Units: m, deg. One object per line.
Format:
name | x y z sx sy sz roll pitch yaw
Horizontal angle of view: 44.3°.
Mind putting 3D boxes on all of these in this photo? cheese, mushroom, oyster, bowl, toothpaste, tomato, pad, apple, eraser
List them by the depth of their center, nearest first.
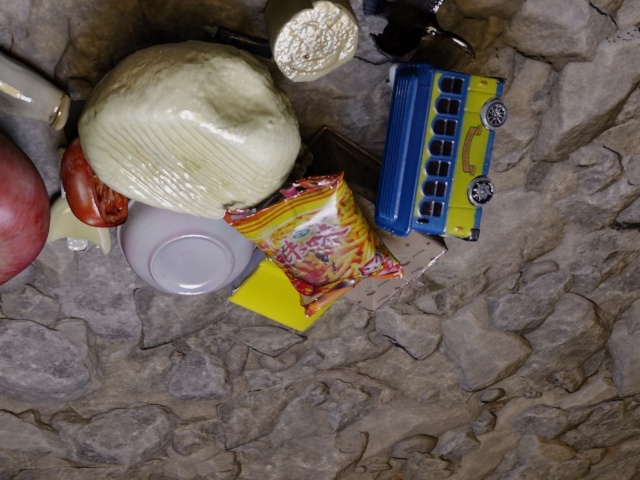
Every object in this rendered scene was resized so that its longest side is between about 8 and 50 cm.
mushroom | -0.555 -0.290 1.260 0.109 0.097 0.351 -34 133 20
apple | -0.635 -0.058 1.341 0.345 0.269 0.344 -20 149 -12
toothpaste | -0.136 -0.342 1.353 0.140 0.021 0.037 15 132 -26
tomato | -0.414 -0.104 1.411 0.082 0.166 0.174 -10 95 8
pad | -0.385 -0.211 1.422 0.157 0.003 0.112 -7 131 -7
oyster | -0.087 -0.127 1.469 0.081 0.163 0.191 -4 159 -30
cheese | -0.464 -0.072 1.492 0.127 0.049 0.234 -1 125 -15
bowl | -0.255 0.003 1.544 0.287 0.143 0.286 -7 131 -8
eraser | -0.078 0.101 1.716 0.226 0.069 0.158 27 122 -31

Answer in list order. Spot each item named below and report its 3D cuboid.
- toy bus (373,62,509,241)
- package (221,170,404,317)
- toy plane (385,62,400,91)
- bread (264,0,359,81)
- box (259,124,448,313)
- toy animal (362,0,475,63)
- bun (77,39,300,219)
toy bus | 0.202 -0.149 1.352 0.175 0.138 0.287 4 100 -22
package | -0.007 0.002 1.377 0.223 0.108 0.288 -23 125 16
toy plane | 0.197 -0.224 1.463 0.251 0.101 0.255 -49 114 -17
bread | -0.014 -0.350 1.292 0.134 0.141 0.148 34 117 -32
box | 0.060 -0.032 1.553 0.297 0.190 0.225 30 120 -31
toy animal | 0.173 -0.370 1.315 0.197 0.160 0.272 35 79 -26
bun | -0.214 -0.199 1.314 0.353 0.227 0.349 -13 145 27
